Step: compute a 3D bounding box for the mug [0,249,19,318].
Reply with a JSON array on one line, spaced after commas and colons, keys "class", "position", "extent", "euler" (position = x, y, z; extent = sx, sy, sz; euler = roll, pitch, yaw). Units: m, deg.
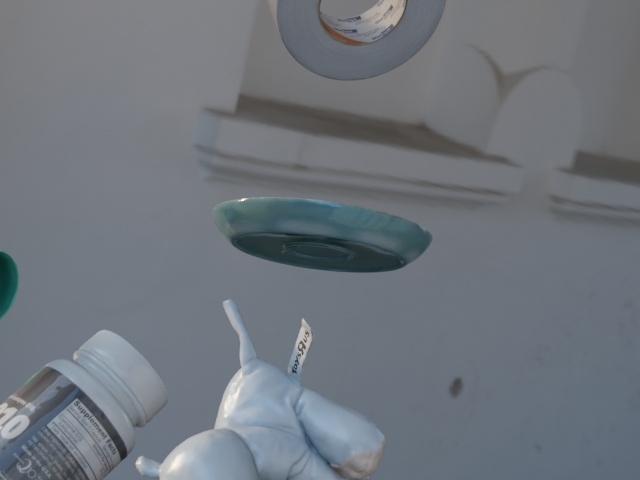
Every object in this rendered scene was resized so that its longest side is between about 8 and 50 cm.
[{"class": "mug", "position": [-0.581, 0.065, 1.810], "extent": [0.097, 0.129, 0.157], "euler": [13, -9, 28]}]

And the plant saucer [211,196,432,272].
[{"class": "plant saucer", "position": [0.000, 0.000, 1.585], "extent": [0.317, 0.044, 0.317], "euler": [7, -11, 1]}]

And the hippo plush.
[{"class": "hippo plush", "position": [-0.069, 0.272, 1.317], "extent": [0.234, 0.294, 0.236], "euler": [14, 29, 22]}]

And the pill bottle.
[{"class": "pill bottle", "position": [-0.434, 0.325, 1.809], "extent": [0.204, 0.204, 0.361], "euler": [21, 53, 38]}]

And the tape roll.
[{"class": "tape roll", "position": [0.044, -0.312, 1.392], "extent": [0.219, 0.219, 0.072], "euler": [9, 36, -24]}]
